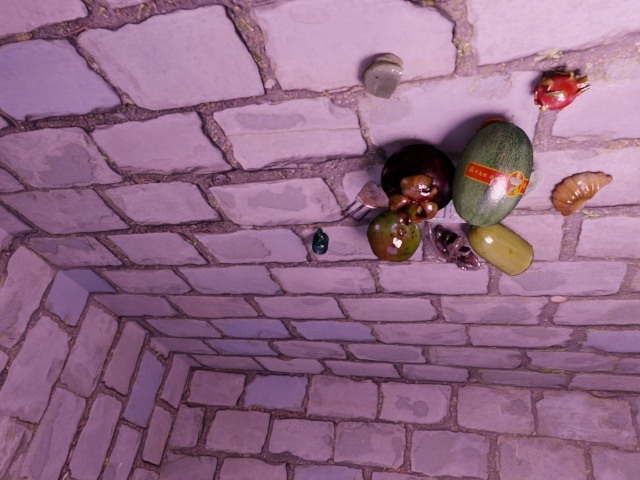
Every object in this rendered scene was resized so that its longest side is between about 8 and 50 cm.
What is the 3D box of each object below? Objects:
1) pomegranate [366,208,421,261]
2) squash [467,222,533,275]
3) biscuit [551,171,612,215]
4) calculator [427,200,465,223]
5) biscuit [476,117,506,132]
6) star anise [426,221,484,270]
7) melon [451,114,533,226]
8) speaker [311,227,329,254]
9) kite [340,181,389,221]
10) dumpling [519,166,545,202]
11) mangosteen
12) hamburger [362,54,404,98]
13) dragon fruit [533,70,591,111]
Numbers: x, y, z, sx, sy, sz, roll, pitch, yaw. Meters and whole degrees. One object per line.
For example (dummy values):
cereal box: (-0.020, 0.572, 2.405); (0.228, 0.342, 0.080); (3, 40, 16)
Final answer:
pomegranate: (0.237, -0.007, 1.654); (0.181, 0.182, 0.224); (14, 163, -6)
squash: (0.572, 0.014, 1.609); (0.247, 0.133, 0.132); (26, 145, -31)
biscuit: (0.734, -0.129, 1.417); (0.118, 0.061, 0.183); (16, 148, -7)
calculator: (0.403, -0.123, 1.520); (0.294, 0.042, 0.184); (2, 139, 9)
biscuit: (0.447, -0.286, 1.289); (0.078, 0.015, 0.091); (4, 147, 12)
star anise: (0.444, 0.030, 1.655); (0.231, 0.089, 0.209); (38, 170, 30)
melon: (0.435, -0.175, 1.248); (0.182, 0.182, 0.288); (11, 107, -2)
speaker: (0.005, 0.000, 1.809); (0.060, 0.076, 0.094); (16, 138, -10)
kite: (0.156, -0.118, 1.638); (0.127, 0.016, 0.229); (26, 144, -18)
dumpling: (0.519, -0.159, 1.397); (0.219, 0.108, 0.152); (-12, 168, 27)
mangosteen: (0.264, -0.139, 1.354); (0.211, 0.250, 0.211); (13, 149, 8)
hamburger: (0.143, -0.389, 1.181); (0.084, 0.054, 0.121); (12, 155, -7)
dragon fruit: (0.546, -0.339, 1.119); (0.116, 0.081, 0.086); (-4, 135, 23)
